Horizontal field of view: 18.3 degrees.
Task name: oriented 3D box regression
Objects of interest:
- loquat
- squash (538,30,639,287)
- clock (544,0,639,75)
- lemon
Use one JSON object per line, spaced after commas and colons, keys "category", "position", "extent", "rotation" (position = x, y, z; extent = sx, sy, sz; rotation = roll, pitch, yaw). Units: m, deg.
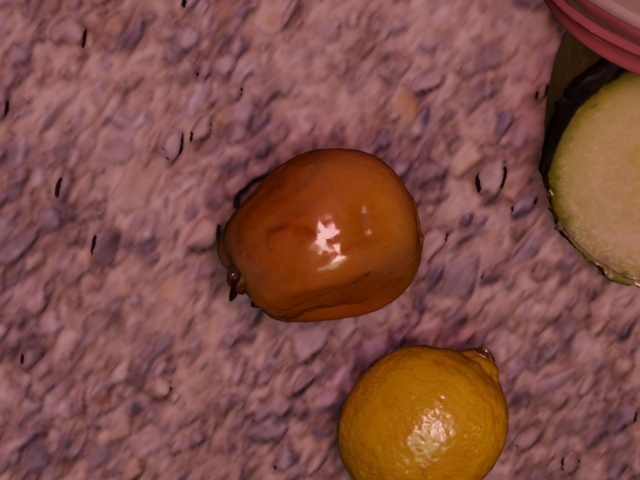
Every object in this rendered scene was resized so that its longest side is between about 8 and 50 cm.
{"category": "loquat", "position": [0.000, 0.000, 1.286], "extent": [0.137, 0.137, 0.113], "rotation": [-22, 92, 0]}
{"category": "squash", "position": [0.245, -0.072, 1.316], "extent": [0.220, 0.133, 0.220], "rotation": [-2, 121, -3]}
{"category": "clock", "position": [0.246, -0.171, 1.212], "extent": [0.244, 0.244, 0.056], "rotation": [1, 131, -6]}
{"category": "lemon", "position": [0.070, 0.124, 1.332], "extent": [0.109, 0.109, 0.133], "rotation": [39, 90, -14]}
